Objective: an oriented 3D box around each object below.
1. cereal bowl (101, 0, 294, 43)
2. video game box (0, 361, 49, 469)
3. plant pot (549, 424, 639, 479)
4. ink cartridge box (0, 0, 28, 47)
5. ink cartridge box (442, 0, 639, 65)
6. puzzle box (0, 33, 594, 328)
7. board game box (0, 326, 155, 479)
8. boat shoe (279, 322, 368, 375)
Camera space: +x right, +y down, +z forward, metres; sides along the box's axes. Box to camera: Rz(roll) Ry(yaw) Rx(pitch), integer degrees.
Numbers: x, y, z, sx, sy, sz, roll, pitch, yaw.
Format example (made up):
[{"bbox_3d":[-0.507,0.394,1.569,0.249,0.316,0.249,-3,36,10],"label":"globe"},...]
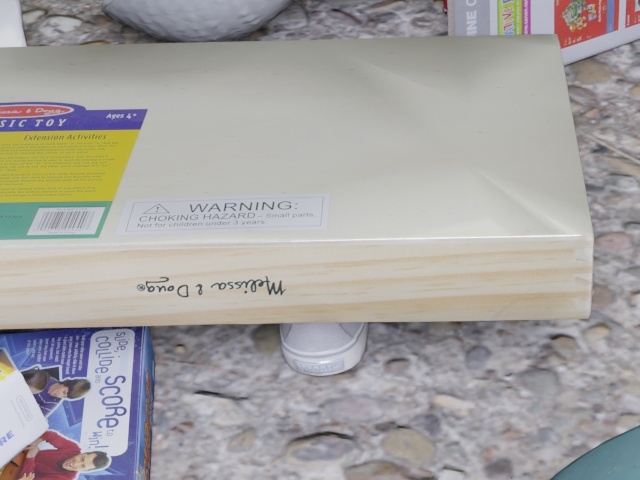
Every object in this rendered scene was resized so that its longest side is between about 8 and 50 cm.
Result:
[{"bbox_3d":[-0.022,-0.282,1.231,0.141,0.339,0.339,26,33,-13],"label":"cereal bowl"},{"bbox_3d":[-0.269,0.109,0.859,0.205,0.048,0.187,16,49,42],"label":"video game box"},{"bbox_3d":[0.127,0.232,0.465,0.341,0.341,0.334,6,28,15],"label":"plant pot"},{"bbox_3d":[-0.335,-0.073,1.134,0.308,0.091,0.385,-13,35,-11],"label":"ink cartridge box"},{"bbox_3d":[0.166,-0.287,1.184,0.272,0.309,0.130,-21,38,-22],"label":"ink cartridge box"},{"bbox_3d":[-0.062,-0.040,0.966,0.409,0.052,0.272,-1,28,5],"label":"puzzle box"},{"bbox_3d":[-0.156,0.120,0.882,0.136,0.035,0.201,-5,35,1],"label":"board game box"},{"bbox_3d":[0.000,0.000,1.009,0.066,0.063,0.184,2,36,9],"label":"boat shoe"}]
